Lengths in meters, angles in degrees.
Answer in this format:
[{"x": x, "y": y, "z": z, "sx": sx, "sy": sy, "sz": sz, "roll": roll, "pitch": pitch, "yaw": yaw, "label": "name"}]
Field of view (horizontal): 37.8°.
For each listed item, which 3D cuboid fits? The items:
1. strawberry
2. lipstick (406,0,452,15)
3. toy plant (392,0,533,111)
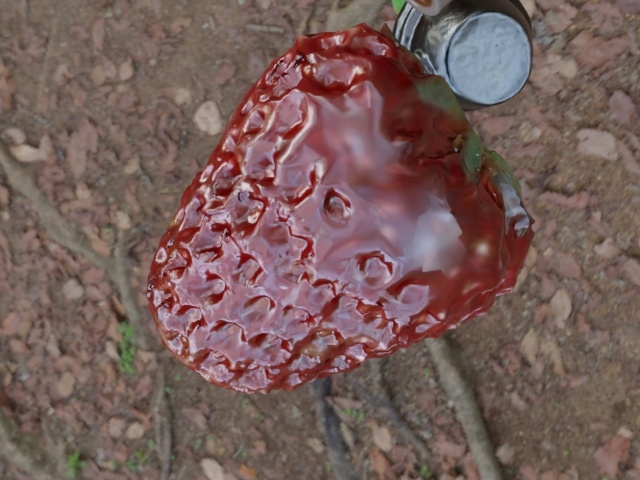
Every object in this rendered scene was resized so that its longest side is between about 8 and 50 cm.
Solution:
[{"x": 0.000, "y": 0.000, "z": 0.866, "sx": 0.295, "sy": 0.345, "sz": 0.317, "roll": 38, "pitch": 169, "yaw": 47, "label": "strawberry"}, {"x": 0.180, "y": -0.337, "z": 0.945, "sx": 0.070, "sy": 0.070, "sz": 0.254, "roll": 43, "pitch": 80, "yaw": 7, "label": "lipstick"}, {"x": 0.172, "y": -0.250, "z": 1.188, "sx": 0.175, "sy": 0.235, "sz": 0.218, "roll": -27, "pitch": 118, "yaw": -1, "label": "toy plant"}]
